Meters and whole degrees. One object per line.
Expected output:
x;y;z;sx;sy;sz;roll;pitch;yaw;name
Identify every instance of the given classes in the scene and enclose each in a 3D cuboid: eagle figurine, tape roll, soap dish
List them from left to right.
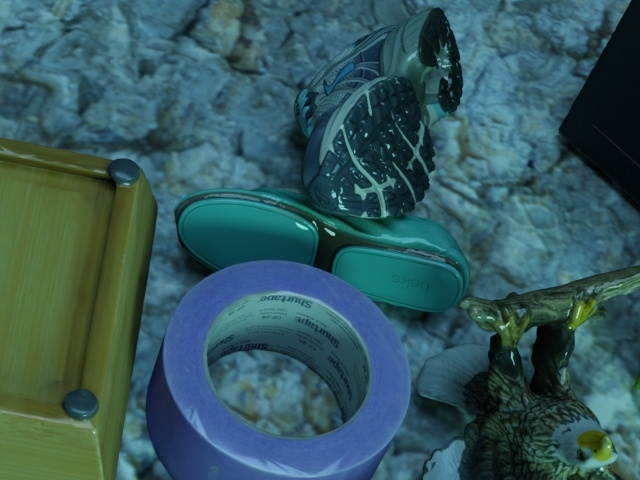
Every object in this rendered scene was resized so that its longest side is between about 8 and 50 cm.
-0.243;0.048;1.189;0.229;0.118;0.291;11;50;-9;soap dish
-0.033;0.113;1.230;0.189;0.080;0.189;9;51;-11;tape roll
0.182;0.179;1.209;0.226;0.225;0.298;-13;86;21;eagle figurine

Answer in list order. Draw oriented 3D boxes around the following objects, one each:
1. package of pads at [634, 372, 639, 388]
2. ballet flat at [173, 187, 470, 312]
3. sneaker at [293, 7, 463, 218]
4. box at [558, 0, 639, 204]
0.410;0.063;1.267;0.229;0.296;0.101;29;49;5;package of pads
0.000;0.000;1.339;0.247;0.083;0.087;13;27;-8;ballet flat
0.031;-0.094;1.379;0.122;0.110;0.283;-11;24;28;sneaker
0.432;-0.160;1.380;0.212;0.395;0.293;-32;69;-35;box
